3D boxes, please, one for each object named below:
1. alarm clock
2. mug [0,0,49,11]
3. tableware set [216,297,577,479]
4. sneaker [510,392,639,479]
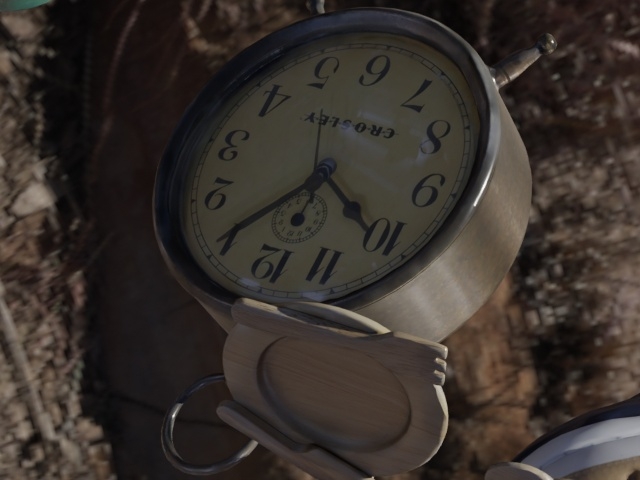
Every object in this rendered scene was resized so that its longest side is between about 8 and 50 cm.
[{"bbox_3d":[0.000,0.000,0.578,0.192,0.129,0.064,-59,144,-21],"label":"alarm clock"},{"bbox_3d":[-0.162,-0.208,0.913,0.157,0.097,0.129,-26,87,-26],"label":"mug"},{"bbox_3d":[0.023,0.088,0.462,0.141,0.169,0.020,25,47,4],"label":"tableware set"},{"bbox_3d":[0.160,0.054,0.599,0.282,0.099,0.153,-3,39,-26],"label":"sneaker"}]
